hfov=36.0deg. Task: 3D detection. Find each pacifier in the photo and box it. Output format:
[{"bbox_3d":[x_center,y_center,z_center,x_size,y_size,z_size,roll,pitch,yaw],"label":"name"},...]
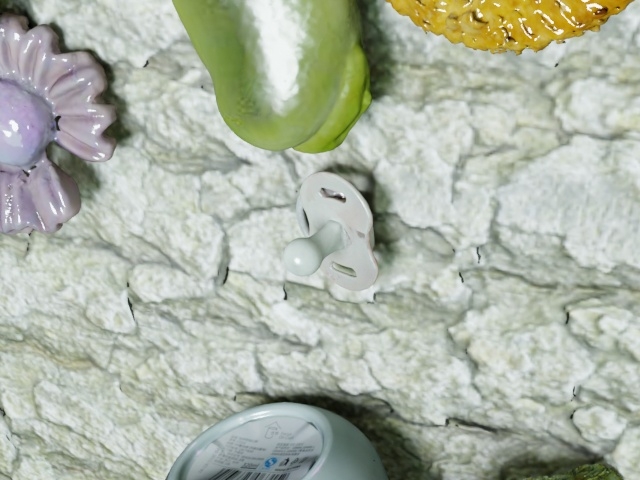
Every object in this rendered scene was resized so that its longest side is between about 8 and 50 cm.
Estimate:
[{"bbox_3d":[0.000,0.000,0.724,0.082,0.078,0.099,17,130,38],"label":"pacifier"}]

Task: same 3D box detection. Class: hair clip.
[{"bbox_3d":[-0.279,-0.051,0.808,0.173,0.069,0.300,38,127,-2],"label":"hair clip"}]

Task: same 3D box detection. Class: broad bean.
[{"bbox_3d":[-0.033,-0.137,0.644,0.125,0.082,0.174,-7,119,28],"label":"broad bean"}]

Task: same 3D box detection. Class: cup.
[{"bbox_3d":[-0.007,0.305,0.844,0.206,0.205,0.312,-6,116,26],"label":"cup"}]

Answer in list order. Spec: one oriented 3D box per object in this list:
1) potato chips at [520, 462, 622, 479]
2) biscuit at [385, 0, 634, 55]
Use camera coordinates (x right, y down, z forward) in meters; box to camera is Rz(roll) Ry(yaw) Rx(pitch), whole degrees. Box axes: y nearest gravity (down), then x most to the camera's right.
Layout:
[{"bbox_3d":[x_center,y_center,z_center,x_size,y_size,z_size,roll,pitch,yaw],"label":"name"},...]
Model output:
[{"bbox_3d":[0.147,0.228,0.782,0.209,0.026,0.142,10,126,-26],"label":"potato chips"},{"bbox_3d":[0.090,-0.222,0.516,0.254,0.035,0.253,21,123,36],"label":"biscuit"}]
